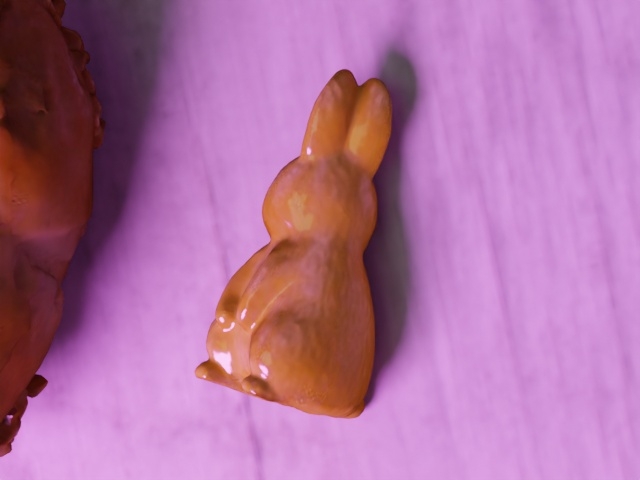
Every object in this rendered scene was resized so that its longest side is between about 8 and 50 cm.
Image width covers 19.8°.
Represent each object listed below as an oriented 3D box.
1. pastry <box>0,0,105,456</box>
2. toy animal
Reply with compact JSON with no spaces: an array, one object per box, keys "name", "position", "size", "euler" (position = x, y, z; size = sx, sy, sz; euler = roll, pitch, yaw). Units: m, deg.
[{"name":"pastry","position":[-0.228,-0.014,0.921],"size":[0.255,0.162,0.311],"euler":[19,99,25]},{"name":"toy animal","position":[0.002,0.001,0.858],"size":[0.070,0.083,0.159],"euler":[6,83,56]}]
